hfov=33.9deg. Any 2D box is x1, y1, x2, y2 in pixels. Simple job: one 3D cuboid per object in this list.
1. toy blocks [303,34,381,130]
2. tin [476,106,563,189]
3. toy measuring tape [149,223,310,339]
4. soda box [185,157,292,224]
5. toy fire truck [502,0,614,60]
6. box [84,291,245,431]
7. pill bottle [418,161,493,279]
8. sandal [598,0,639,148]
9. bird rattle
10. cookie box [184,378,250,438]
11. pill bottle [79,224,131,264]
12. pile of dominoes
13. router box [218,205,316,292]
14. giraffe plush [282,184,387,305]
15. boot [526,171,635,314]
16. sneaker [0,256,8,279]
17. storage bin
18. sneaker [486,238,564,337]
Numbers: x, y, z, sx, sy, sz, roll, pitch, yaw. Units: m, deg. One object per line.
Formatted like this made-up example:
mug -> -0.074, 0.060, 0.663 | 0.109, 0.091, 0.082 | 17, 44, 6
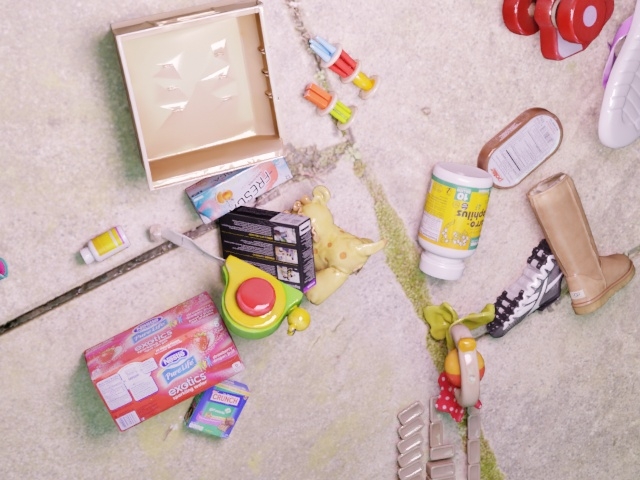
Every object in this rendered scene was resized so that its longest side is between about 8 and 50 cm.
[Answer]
toy blocks -> 0.018, -0.284, 1.865 | 0.148, 0.054, 0.123 | 34, 96, -28
tin -> 0.392, -0.180, 2.054 | 0.189, 0.040, 0.106 | -41, 114, -1
toy measuring tape -> -0.173, 0.087, 1.839 | 0.330, 0.121, 0.121 | 26, 102, 4
soda box -> -0.145, -0.103, 1.873 | 0.183, 0.063, 0.058 | -29, 117, -7
toy fire truck -> 0.468, -0.493, 1.899 | 0.253, 0.169, 0.302 | -27, 120, -29
box -> -0.285, 0.218, 1.915 | 0.256, 0.122, 0.128 | -27, 118, -8
pill bottle -> 0.253, -0.036, 2.013 | 0.117, 0.117, 0.209 | 5, 109, -22
sandal -> 0.613, -0.376, 2.028 | 0.169, 0.102, 0.417 | 19, 90, -40
bird rattle -> 0.274, 0.251, 2.099 | 0.143, 0.207, 0.254 | 3, 101, -2
cookie box -> -0.200, 0.320, 2.033 | 0.091, 0.040, 0.107 | 22, 101, -25
pill bottle -> -0.379, 0.010, 1.844 | 0.083, 0.043, 0.043 | -29, 117, -7
pile of dominoes -> 0.249, 0.444, 2.262 | 0.195, 0.040, 0.251 | -6, 104, -17
router box -> -0.097, 0.013, 1.880 | 0.046, 0.178, 0.133 | -34, 127, -49
giraffe plush -> 0.000, 0.000, 1.921 | 0.181, 0.210, 0.170 | -43, 92, -17
boot -> 0.535, -0.015, 2.129 | 0.236, 0.089, 0.270 | -35, 105, -50
sneaker -> -0.612, 0.081, 1.750 | 0.178, 0.124, 0.296 | -3, 111, -9
storage bin -> -0.196, -0.252, 1.762 | 0.260, 0.123, 0.262 | -15, 114, -14
sneaker -> 0.440, 0.116, 2.164 | 0.106, 0.078, 0.234 | 32, 95, -25
